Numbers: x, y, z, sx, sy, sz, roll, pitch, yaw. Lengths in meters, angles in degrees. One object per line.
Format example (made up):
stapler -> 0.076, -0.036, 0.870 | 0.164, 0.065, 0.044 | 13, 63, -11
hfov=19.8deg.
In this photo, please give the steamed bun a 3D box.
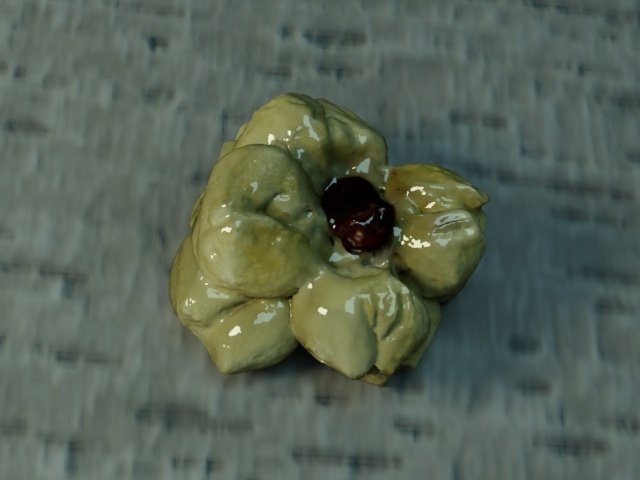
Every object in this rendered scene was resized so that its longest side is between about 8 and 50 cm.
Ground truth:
steamed bun -> 0.000, 0.000, 1.102 | 0.177, 0.106, 0.192 | 29, 59, 9
